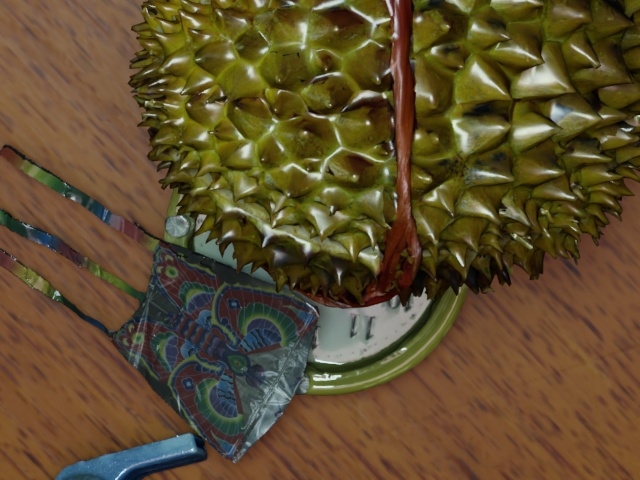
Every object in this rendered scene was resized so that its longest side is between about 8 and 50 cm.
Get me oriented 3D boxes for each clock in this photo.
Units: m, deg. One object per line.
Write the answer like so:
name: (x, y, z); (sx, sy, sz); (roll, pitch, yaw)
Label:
clock: (0.000, 0.000, 1.402); (0.237, 0.057, 0.237); (1, 101, 4)

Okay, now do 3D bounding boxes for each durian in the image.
durian: (0.050, -0.115, 1.189); (0.348, 0.384, 0.347); (12, 110, 36)

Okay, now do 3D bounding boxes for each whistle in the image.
whistle: (-0.159, 0.208, 1.433); (0.158, 0.090, 0.090); (-15, 101, 3)

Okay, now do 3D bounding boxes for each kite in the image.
kite: (-0.138, 0.038, 1.399); (0.285, 0.015, 0.152); (33, 116, 6)
